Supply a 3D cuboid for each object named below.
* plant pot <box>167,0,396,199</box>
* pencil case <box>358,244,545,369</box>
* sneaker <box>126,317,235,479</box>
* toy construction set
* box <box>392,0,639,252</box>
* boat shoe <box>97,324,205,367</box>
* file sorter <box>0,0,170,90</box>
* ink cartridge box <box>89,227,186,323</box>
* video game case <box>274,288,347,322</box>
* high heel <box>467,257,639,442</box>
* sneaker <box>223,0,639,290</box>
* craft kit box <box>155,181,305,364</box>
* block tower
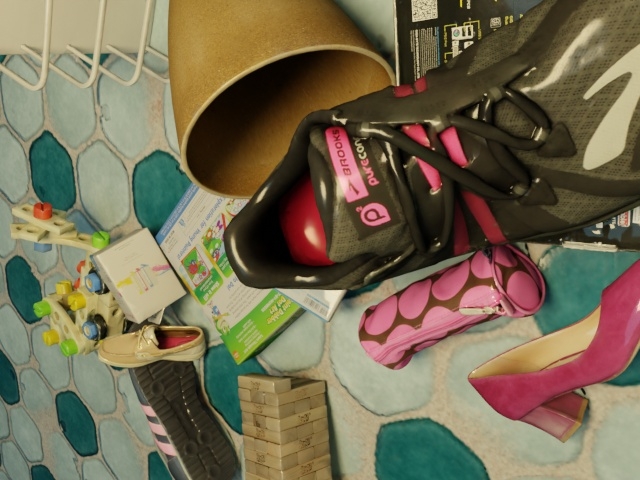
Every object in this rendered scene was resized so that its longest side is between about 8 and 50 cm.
[{"bbox_3d":[-0.075,-0.215,0.678,0.237,0.237,0.254,-45,59,38],"label":"plant pot"},{"bbox_3d":[0.131,0.077,0.658,0.095,0.098,0.209,40,133,-14],"label":"pencil case"},{"bbox_3d":[-0.268,0.293,1.045,0.131,0.112,0.319,-34,77,46],"label":"sneaker"},{"bbox_3d":[-0.436,0.076,1.093,0.215,0.151,0.327,32,136,29],"label":"toy construction set"},{"bbox_3d":[0.196,-0.157,0.553,0.257,0.079,0.322,5,107,37],"label":"box"},{"bbox_3d":[-0.270,0.162,0.975,0.063,0.170,0.059,-110,25,-42],"label":"boat shoe"},{"bbox_3d":[-0.269,-0.303,0.756,0.173,0.278,0.193,33,122,24],"label":"file sorter"},{"bbox_3d":[-0.291,0.063,0.977,0.092,0.090,0.143,-3,118,62],"label":"ink cartridge box"},{"bbox_3d":[0.000,0.000,0.746,0.119,0.015,0.166,30,98,18],"label":"video game case"},{"bbox_3d":[0.235,0.093,0.595,0.117,0.082,0.244,28,133,18],"label":"high heel"},{"bbox_3d":[0.099,-0.053,0.480,0.483,0.202,0.185,-32,83,41],"label":"sneaker"},{"bbox_3d":[-0.111,0.017,0.870,0.250,0.061,0.246,-45,72,38],"label":"craft kit box"},{"bbox_3d":[-0.043,0.353,0.848,0.091,0.097,0.335,-7,87,47],"label":"block tower"}]
